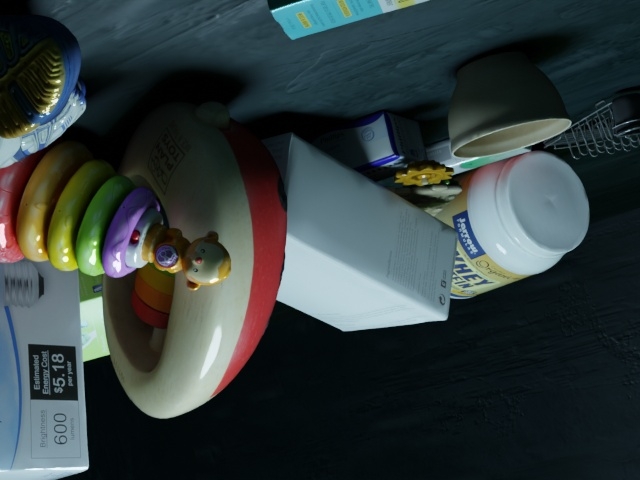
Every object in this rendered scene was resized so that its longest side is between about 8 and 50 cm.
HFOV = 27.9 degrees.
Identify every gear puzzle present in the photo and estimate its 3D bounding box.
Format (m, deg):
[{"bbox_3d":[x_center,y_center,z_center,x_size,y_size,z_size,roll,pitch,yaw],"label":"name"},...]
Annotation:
[{"bbox_3d":[0.118,-0.076,1.965,0.176,0.044,0.339,-3,169,-9],"label":"gear puzzle"}]

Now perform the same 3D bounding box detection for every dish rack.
[{"bbox_3d":[0.519,-0.192,2.194,0.208,0.074,0.271,-8,170,-26],"label":"dish rack"}]

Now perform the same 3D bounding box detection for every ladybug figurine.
[{"bbox_3d":[-0.153,0.023,1.599,0.162,0.305,0.449,-7,135,-30],"label":"ladybug figurine"}]

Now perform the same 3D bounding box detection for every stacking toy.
[{"bbox_3d":[-0.238,-0.017,1.415,0.302,0.175,0.166,22,177,11],"label":"stacking toy"}]

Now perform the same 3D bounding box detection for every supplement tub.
[{"bbox_3d":[0.325,-0.030,2.409,0.228,0.228,0.316,-8,169,-34],"label":"supplement tub"}]

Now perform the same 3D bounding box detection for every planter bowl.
[{"bbox_3d":[0.239,-0.184,1.701,0.162,0.109,0.162,-13,171,-2],"label":"planter bowl"}]

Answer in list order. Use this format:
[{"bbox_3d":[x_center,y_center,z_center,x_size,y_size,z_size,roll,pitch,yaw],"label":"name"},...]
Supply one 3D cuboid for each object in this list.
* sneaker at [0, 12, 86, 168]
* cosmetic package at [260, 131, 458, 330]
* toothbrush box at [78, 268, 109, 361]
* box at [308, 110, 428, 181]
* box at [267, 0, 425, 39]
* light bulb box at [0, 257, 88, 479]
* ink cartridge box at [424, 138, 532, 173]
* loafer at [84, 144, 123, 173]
[{"bbox_3d":[-0.278,-0.152,1.229,0.131,0.111,0.296,-29,-178,-34],"label":"sneaker"},{"bbox_3d":[0.000,0.000,1.865,0.217,0.156,0.385,-9,153,39],"label":"cosmetic package"},{"bbox_3d":[-0.347,0.070,1.979,0.283,0.206,0.122,-15,128,-13],"label":"toothbrush box"},{"bbox_3d":[0.073,-0.132,1.897,0.126,0.072,0.137,-18,170,25],"label":"box"},{"bbox_3d":[0.073,-0.254,1.168,0.244,0.060,0.100,-15,171,8],"label":"box"},{"bbox_3d":[-0.500,0.123,1.558,0.361,0.357,0.225,6,160,-38],"label":"light bulb box"},{"bbox_3d":[0.277,-0.144,2.197,0.181,0.056,0.225,-17,169,23],"label":"ink cartridge box"},{"bbox_3d":[-0.304,-0.090,1.634,0.078,0.076,0.223,21,-177,8],"label":"loafer"}]
